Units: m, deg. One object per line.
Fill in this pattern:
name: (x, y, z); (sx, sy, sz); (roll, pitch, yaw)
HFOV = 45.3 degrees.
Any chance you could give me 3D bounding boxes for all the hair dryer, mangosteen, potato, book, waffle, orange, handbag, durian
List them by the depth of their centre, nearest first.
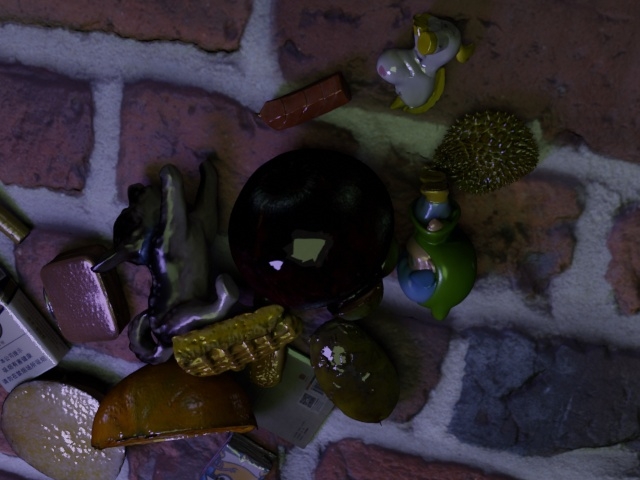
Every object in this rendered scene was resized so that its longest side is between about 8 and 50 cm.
durian: (0.266, -0.145, 1.317); (0.208, 0.102, 0.146); (-12, 116, 19)
mangosteen: (-0.011, -0.007, 1.333); (0.300, 0.300, 0.300); (4, 113, 9)
waffle: (-0.141, 0.191, 1.406); (0.229, 0.219, 0.057); (-17, 71, -6)
hair dryer: (-0.696, -0.091, 1.512); (0.090, 0.135, 0.279); (-36, 112, 23)
potato: (0.069, 0.263, 1.515); (0.149, 0.113, 0.251); (-25, 104, 10)
orange: (-0.286, 0.351, 1.515); (0.310, 0.274, 0.274); (20, 117, 27)
handbag: (-0.488, 0.113, 1.582); (0.151, 0.072, 0.193); (-7, 113, 14)
book: (-0.108, 0.301, 1.614); (0.282, 0.025, 0.215); (31, 113, -3)
potato: (-0.543, 0.401, 1.689); (0.299, 0.116, 0.239); (20, 112, 5)

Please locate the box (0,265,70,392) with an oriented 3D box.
box: (-0.684, 0.185, 1.648); (0.168, 0.071, 0.259); (-30, 105, 21)

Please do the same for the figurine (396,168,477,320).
figurine: (0.205, 0.010, 1.352); (0.143, 0.162, 0.263); (-4, 121, 2)

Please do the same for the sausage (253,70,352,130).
sausage: (-0.032, -0.239, 1.352); (0.169, 0.065, 0.065); (-19, 108, 18)

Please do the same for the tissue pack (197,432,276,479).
tissue pack: (-0.187, 0.510, 1.695); (0.115, 0.065, 0.155); (34, 114, -4)

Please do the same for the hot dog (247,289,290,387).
hot dog: (-0.100, 0.151, 1.518); (0.083, 0.068, 0.289); (4, 104, -6)

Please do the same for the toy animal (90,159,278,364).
toy animal: (-0.291, 0.051, 1.438); (0.302, 0.194, 0.344); (-29, 83, 23)

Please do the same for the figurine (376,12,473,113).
figurine: (0.166, -0.288, 1.284); (0.129, 0.109, 0.178); (28, 120, -26)
